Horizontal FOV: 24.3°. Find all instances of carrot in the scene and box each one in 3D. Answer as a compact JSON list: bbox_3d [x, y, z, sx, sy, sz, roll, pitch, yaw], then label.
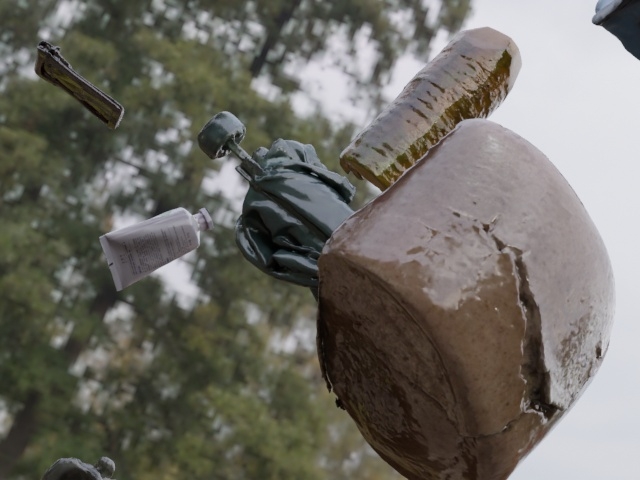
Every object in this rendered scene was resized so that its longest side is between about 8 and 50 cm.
[{"bbox_3d":[0.150,-0.167,1.980,0.114,0.302,0.114,37,-24,19],"label":"carrot"}]

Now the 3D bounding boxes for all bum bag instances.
[{"bbox_3d":[-0.360,-0.231,2.223,0.159,0.026,0.109,38,-19,-4],"label":"bum bag"}]

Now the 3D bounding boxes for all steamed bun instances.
[{"bbox_3d":[0.141,0.074,1.261,0.199,0.251,0.301,37,-27,40],"label":"steamed bun"}]

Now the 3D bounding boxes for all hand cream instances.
[{"bbox_3d":[-0.200,0.000,1.840,0.053,0.142,0.084,44,-26,51],"label":"hand cream"}]

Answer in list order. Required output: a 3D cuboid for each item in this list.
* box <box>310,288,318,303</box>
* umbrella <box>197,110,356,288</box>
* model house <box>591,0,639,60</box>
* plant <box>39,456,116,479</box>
[{"bbox_3d":[0.018,0.026,1.681,0.031,0.126,0.091,-26,-86,27],"label":"box"},{"bbox_3d":[0.001,0.000,1.558,0.349,0.143,0.094,43,-44,11],"label":"umbrella"},{"bbox_3d":[0.537,-0.314,1.967,0.303,0.237,0.215,39,-38,-18],"label":"model house"},{"bbox_3d":[-0.226,0.376,1.596,0.188,0.199,0.276,38,-11,41],"label":"plant"}]
